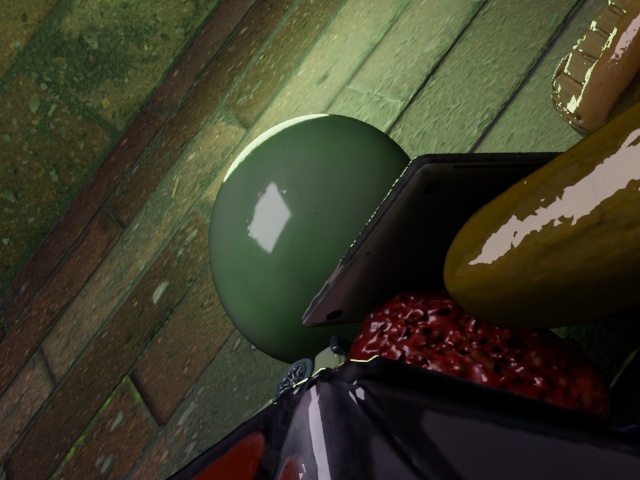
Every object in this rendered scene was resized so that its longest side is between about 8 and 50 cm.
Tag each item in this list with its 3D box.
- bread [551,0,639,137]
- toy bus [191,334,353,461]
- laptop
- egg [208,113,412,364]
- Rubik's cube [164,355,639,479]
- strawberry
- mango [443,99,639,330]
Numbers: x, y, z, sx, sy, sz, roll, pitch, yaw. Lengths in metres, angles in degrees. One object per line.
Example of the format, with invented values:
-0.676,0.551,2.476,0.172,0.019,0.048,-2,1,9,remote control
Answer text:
0.300,-0.161,1.177,0.236,0.140,0.106,-50,24,14,bread
-0.031,0.232,1.253,0.276,0.133,0.165,-45,21,22,toy bus
0.128,0.000,1.115,0.188,0.269,0.015,-55,52,39,laptop
0.000,0.000,1.445,0.220,0.220,0.270,-35,35,40,egg
0.051,0.264,0.675,0.307,0.310,0.305,-41,45,37,Rubik's cube
0.115,0.125,1.077,0.201,0.187,0.184,-2,10,26,strawberry
0.246,-0.038,1.006,0.331,0.142,0.195,-28,-12,16,mango
